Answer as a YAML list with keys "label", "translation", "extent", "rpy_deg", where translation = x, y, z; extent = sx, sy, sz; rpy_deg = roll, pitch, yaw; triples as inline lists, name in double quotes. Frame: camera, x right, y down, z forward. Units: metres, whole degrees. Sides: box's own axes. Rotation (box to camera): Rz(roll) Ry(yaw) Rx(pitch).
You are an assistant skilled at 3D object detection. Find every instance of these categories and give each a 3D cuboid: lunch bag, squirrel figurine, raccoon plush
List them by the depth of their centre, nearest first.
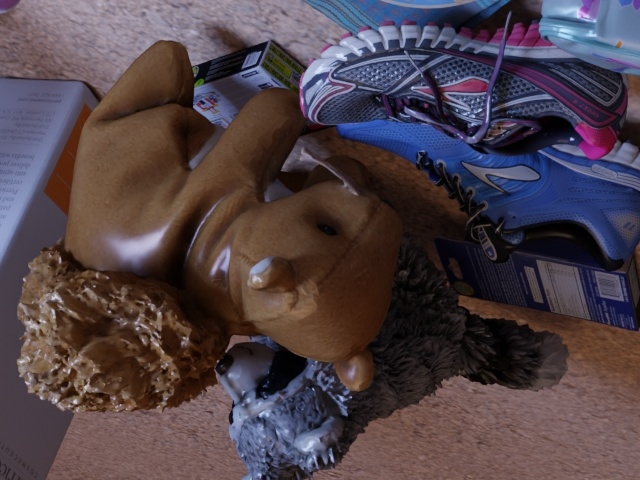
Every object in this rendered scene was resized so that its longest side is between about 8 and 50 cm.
- label: "lunch bag"
  translation: [0.324, -0.169, 1.439]
  extent: [0.279, 0.108, 0.224]
  rpy_deg: [14, -176, 20]
- label: "squirrel figurine"
  translation: [-0.104, 0.044, 1.780]
  extent: [0.370, 0.397, 0.281]
  rpy_deg: [34, 163, 48]
- label: "raccoon plush"
  translation: [0.094, 0.167, 1.999]
  extent: [0.446, 0.299, 0.216]
  rpy_deg: [11, 141, -13]

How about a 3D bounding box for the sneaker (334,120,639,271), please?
- label: "sneaker"
  translation: [0.164, -0.061, 1.780]
  extent: [0.330, 0.147, 0.130]
  rpy_deg: [20, 173, 7]

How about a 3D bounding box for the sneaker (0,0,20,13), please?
- label: "sneaker"
  translation: [-0.417, -0.299, 1.867]
  extent: [0.236, 0.095, 0.104]
  rpy_deg: [32, 161, -22]

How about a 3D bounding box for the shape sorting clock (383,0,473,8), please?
- label: "shape sorting clock"
  translation: [0.086, -0.273, 1.498]
  extent: [0.206, 0.040, 0.206]
  rpy_deg: [5, 131, 6]

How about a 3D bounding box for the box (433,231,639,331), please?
- label: "box"
  translation: [0.246, 0.036, 2.065]
  extent: [0.225, 0.036, 0.136]
  rpy_deg: [10, 153, 21]

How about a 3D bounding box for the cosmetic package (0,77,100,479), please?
- label: "cosmetic package"
  translation: [-0.361, 0.061, 2.101]
  extent: [0.161, 0.453, 0.230]
  rpy_deg: [5, 151, 31]

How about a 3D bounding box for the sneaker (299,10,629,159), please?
- label: "sneaker"
  translation: [0.125, -0.131, 1.654]
  extent: [0.299, 0.112, 0.121]
  rpy_deg: [-2, 161, 14]

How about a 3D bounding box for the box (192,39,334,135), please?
- label: "box"
  translation: [-0.085, -0.147, 1.962]
  extent: [0.114, 0.036, 0.207]
  rpy_deg: [37, 151, -30]

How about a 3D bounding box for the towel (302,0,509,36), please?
- label: "towel"
  translation: [-0.001, -0.290, 1.614]
  extent: [0.370, 0.040, 0.271]
  rpy_deg: [30, 153, -17]
